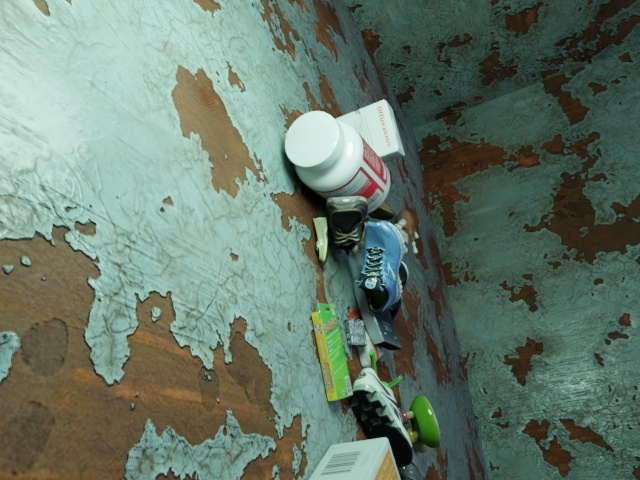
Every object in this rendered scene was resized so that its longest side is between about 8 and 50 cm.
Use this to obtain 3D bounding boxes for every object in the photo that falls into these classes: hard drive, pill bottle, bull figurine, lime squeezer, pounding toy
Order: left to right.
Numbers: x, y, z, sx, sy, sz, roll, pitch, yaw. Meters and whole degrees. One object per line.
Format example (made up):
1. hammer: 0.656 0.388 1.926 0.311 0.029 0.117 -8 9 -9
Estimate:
1. pill bottle: 0.057 -0.239 1.694 0.407 0.228 0.229 31 46 -61
2. hard drive: 0.191 0.251 1.834 0.172 0.054 0.255 32 34 -53
3. lime squeezer: 0.195 0.452 1.730 0.310 0.058 0.110 48 43 -51
4. bull figurine: 0.419 -0.043 2.639 0.310 0.101 0.189 -60 133 -60
5. pounding toy: 0.334 0.664 1.909 0.237 0.110 0.183 94 -19 -58

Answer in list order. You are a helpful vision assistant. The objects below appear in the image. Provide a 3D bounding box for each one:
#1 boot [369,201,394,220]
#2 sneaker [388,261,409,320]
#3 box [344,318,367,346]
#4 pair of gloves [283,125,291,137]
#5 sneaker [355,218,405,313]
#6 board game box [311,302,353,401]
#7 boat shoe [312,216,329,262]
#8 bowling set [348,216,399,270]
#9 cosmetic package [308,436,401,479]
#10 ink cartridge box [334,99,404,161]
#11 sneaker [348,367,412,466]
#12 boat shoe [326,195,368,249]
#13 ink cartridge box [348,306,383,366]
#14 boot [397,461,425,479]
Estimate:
1. boot: 0.236 -0.235 2.342 0.236 0.089 0.270 32 43 -60
2. sneaker: 0.268 0.191 1.978 0.124 0.107 0.284 -73 163 -44
3. box: 0.111 0.289 1.673 0.067 0.018 0.084 10 60 -35
4. pair of gloves: -0.089 -0.322 1.693 0.074 0.010 0.083 63 24 -24
5. sneaker: 0.189 0.089 1.689 0.147 0.129 0.330 -43 131 -51
6. board game box: 0.031 0.305 1.478 0.124 0.039 0.260 21 57 -65
7. boat shoe: 0.000 -0.001 1.635 0.056 0.048 0.153 76 13 -66
8. bowling set: 0.156 0.000 1.935 0.154 0.199 0.287 -66 163 18
9. cosmetic package: 0.123 0.719 1.212 0.230 0.161 0.454 -22 95 -69
10. ink cartridge box: 0.150 -0.366 1.962 0.114 0.272 0.199 9 66 -67
11. sneaker: 0.197 0.526 1.602 0.331 0.122 0.146 66 24 -18
12. boat shoe: 0.092 -0.047 1.682 0.355 0.132 0.131 59 26 -76
13. ink cartridge box: 0.151 0.311 1.765 0.145 0.045 0.180 -8 84 -70
14. boot: 0.325 0.873 1.680 0.223 0.118 0.339 -73 145 -64
